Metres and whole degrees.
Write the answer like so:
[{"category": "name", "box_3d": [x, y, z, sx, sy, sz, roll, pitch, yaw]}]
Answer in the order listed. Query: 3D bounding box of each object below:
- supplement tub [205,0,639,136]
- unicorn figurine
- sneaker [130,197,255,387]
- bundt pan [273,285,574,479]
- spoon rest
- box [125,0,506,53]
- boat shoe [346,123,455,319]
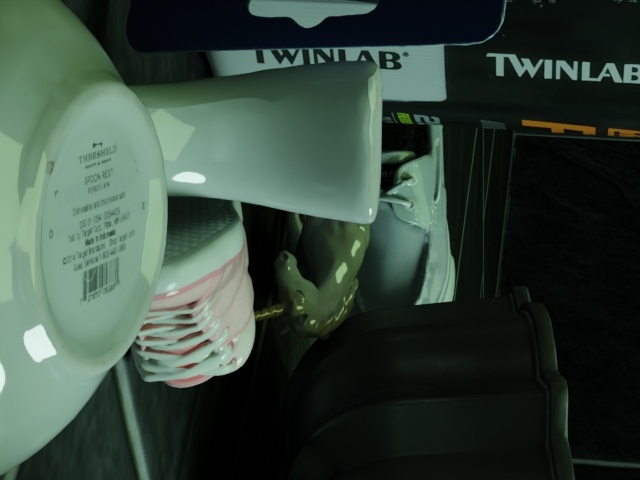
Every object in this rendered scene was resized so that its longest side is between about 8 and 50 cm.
[{"category": "supplement tub", "box_3d": [0.114, -0.141, 0.813, 0.193, 0.316, 0.193, 4, 90, -81]}, {"category": "unicorn figurine", "box_3d": [0.000, 0.000, 0.973, 0.162, 0.060, 0.111, 50, 44, -78]}, {"category": "sneaker", "box_3d": [-0.049, 0.024, 0.679, 0.134, 0.051, 0.070, -65, 152, -79]}, {"category": "bundt pan", "box_3d": [0.036, 0.184, 0.954, 0.331, 0.124, 0.331, -177, -90, -87]}, {"category": "spoon rest", "box_3d": [-0.066, -0.014, 0.532, 0.276, 0.084, 0.137, -19, 112, -67]}, {"category": "box", "box_3d": [0.004, -0.174, 0.654, 0.036, 0.136, 0.225, 48, 45, -65]}, {"category": "boat shoe", "box_3d": [0.040, -0.036, 1.221, 0.081, 0.079, 0.227, 58, 31, -60]}]
